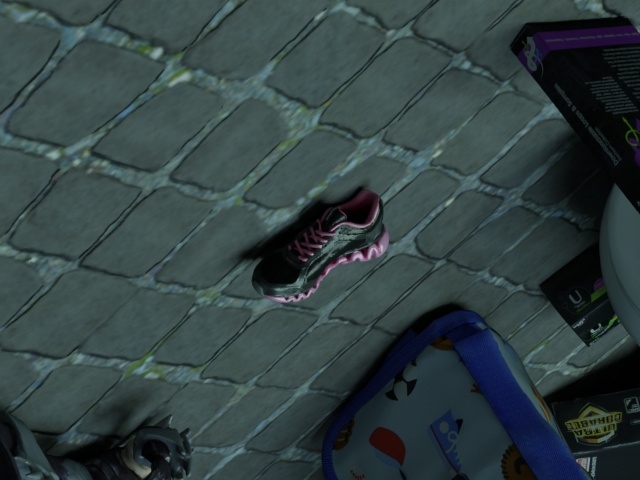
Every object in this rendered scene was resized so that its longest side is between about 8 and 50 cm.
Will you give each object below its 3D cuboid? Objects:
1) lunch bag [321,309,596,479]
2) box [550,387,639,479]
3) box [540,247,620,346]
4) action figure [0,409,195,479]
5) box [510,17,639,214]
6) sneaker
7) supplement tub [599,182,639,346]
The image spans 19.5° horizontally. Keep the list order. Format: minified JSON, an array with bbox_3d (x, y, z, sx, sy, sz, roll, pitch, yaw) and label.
[{"bbox_3d":[0.162,0.278,1.702,0.239,0.328,0.385,-24,155,-19],"label":"lunch bag"},{"bbox_3d":[0.402,0.233,2.089,0.293,0.073,0.295,-10,155,0],"label":"box"},{"bbox_3d":[0.251,0.054,1.735,0.062,0.052,0.083,-38,155,5],"label":"box"},{"bbox_3d":[-0.192,0.198,1.384,0.185,0.099,0.285,-49,157,9],"label":"action figure"},{"bbox_3d":[0.220,-0.089,1.309,0.116,0.162,0.029,-9,145,-43],"label":"box"},{"bbox_3d":[0.000,0.000,1.339,0.119,0.047,0.057,-31,149,-28],"label":"sneaker"},{"bbox_3d":[0.362,0.019,1.568,0.235,0.235,0.325,-38,160,6],"label":"supplement tub"}]
